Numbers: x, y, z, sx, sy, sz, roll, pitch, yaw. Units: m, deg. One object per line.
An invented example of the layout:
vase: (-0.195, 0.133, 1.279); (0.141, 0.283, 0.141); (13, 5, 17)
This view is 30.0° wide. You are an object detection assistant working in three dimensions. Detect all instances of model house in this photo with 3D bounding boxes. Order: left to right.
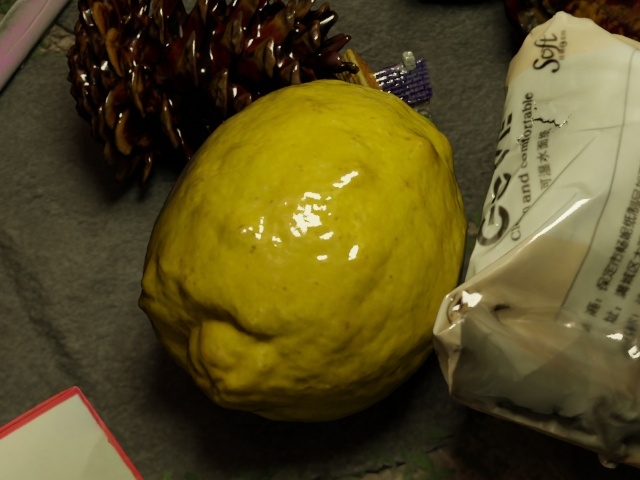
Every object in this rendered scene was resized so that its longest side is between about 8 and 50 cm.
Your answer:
model house: (0.070, -0.143, 1.242); (0.100, 0.100, 0.088); (-16, 52, -8)

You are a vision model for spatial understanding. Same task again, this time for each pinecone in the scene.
pinecone: (-0.107, -0.177, 1.199); (0.292, 0.246, 0.246); (-2, 52, 4)

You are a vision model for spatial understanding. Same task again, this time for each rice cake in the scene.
rice cake: (-0.353, -0.235, 1.382); (0.049, 0.055, 0.270); (17, 53, 12)

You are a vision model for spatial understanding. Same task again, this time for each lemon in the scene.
lemon: (-0.002, 0.006, 1.036); (0.316, 0.285, 0.285); (-20, 49, -39)

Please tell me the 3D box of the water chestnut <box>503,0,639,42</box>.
water chestnut: (0.332, -0.295, 1.250); (0.289, 0.289, 0.244); (28, 26, 24)

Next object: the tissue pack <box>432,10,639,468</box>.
tissue pack: (0.300, 0.015, 1.006); (0.390, 0.195, 0.375); (23, 59, -9)

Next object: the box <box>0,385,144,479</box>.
box: (-0.183, 0.339, 0.756); (0.300, 0.312, 0.314); (-31, 57, -20)
